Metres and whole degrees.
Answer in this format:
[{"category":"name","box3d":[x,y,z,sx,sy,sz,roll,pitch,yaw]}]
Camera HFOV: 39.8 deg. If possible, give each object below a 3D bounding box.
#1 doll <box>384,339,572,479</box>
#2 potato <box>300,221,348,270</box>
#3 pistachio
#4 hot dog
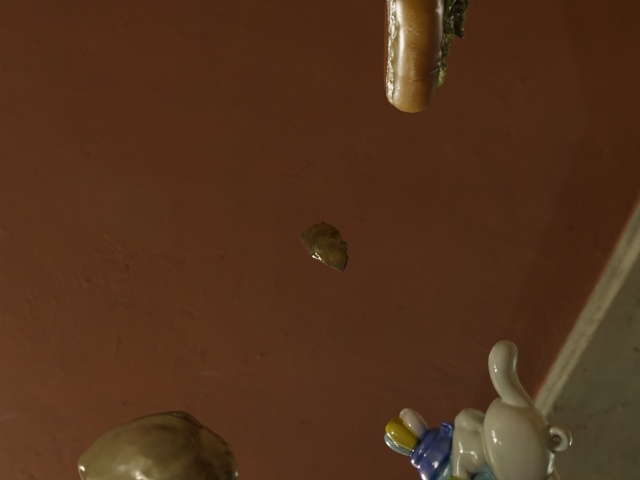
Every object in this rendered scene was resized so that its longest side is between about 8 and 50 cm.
[{"category":"doll","box3d":[0.324,0.422,1.728,0.366,0.376,0.187,-28,-22,30]},{"category":"potato","box3d":[0.001,-0.001,1.120,0.036,0.093,0.037,8,-66,-35]},{"category":"pistachio","box3d":[-0.211,0.297,1.154,0.126,0.223,0.152,-16,-75,-68]},{"category":"hot dog","box3d":[0.141,-0.287,1.165,0.337,0.100,0.135,83,-153,-68]}]
